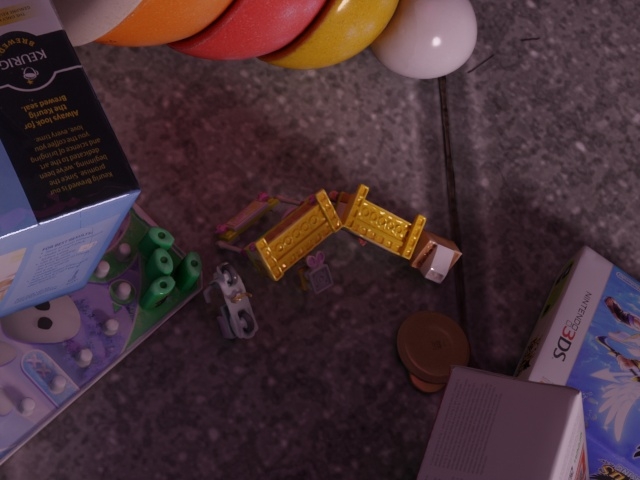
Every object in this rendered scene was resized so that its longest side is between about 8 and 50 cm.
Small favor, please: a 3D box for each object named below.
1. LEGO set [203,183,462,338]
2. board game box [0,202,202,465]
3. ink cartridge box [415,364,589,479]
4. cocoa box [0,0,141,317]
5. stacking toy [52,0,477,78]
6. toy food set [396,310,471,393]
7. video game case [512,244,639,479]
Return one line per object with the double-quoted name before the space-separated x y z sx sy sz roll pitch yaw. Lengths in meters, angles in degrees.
"LEGO set" 0.000 0.000 1.942 0.287 0.107 0.132 -16 107 -32
"board game box" -0.363 0.006 1.804 0.390 0.050 0.390 46 59 4
"ink cartridge box" 0.153 0.323 1.780 0.130 0.272 0.309 10 57 18
"cocoa box" -0.372 -0.041 1.656 0.347 0.231 0.228 -20 75 -28
"stacking toy" -0.038 -0.290 1.979 0.480 0.350 0.351 23 58 -32
"toy food set" 0.116 0.110 1.957 0.082 0.020 0.083 -24 76 -29
"video game case" 0.334 0.164 1.959 0.269 0.061 0.244 34 44 -3
